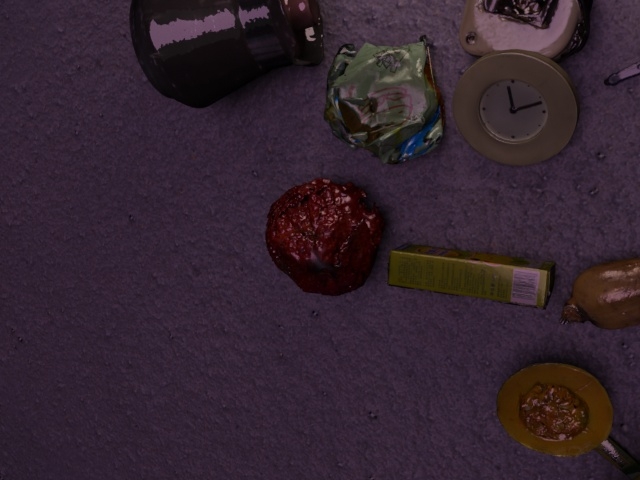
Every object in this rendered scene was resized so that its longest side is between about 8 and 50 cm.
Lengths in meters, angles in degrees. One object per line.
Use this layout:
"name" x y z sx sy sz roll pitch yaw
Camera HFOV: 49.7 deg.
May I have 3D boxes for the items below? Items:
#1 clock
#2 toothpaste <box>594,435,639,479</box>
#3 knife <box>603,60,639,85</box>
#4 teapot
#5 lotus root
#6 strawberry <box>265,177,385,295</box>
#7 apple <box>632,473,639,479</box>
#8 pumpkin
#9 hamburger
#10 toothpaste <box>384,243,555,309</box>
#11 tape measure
"clock" 0.367 -0.249 1.310 0.235 0.029 0.235 18 133 20
"toothpaste" 0.605 0.441 1.359 0.204 0.031 0.049 41 108 17
"knife" 0.578 -0.317 1.265 0.121 0.018 0.031 -25 94 27
"teapot" -0.182 -0.485 1.475 0.362 0.305 0.376 -7 66 17
"lotus root" 0.545 0.104 1.292 0.221 0.118 0.125 -22 71 23
"strawberry" 0.000 0.000 1.472 0.274 0.220 0.274 5 103 22
"apple" 0.699 0.536 1.106 0.473 0.473 0.473 4 99 25
"pumpkin" 0.462 0.318 1.375 0.217 0.110 0.217 5 108 15
"hamburger" 0.113 -0.286 1.415 0.276 0.150 0.260 2 97 25
"toothpaste" 0.304 0.067 1.399 0.327 0.110 0.077 8 102 24
"tape measure" 0.391 -0.461 1.271 0.231 0.133 0.271 16 102 23
